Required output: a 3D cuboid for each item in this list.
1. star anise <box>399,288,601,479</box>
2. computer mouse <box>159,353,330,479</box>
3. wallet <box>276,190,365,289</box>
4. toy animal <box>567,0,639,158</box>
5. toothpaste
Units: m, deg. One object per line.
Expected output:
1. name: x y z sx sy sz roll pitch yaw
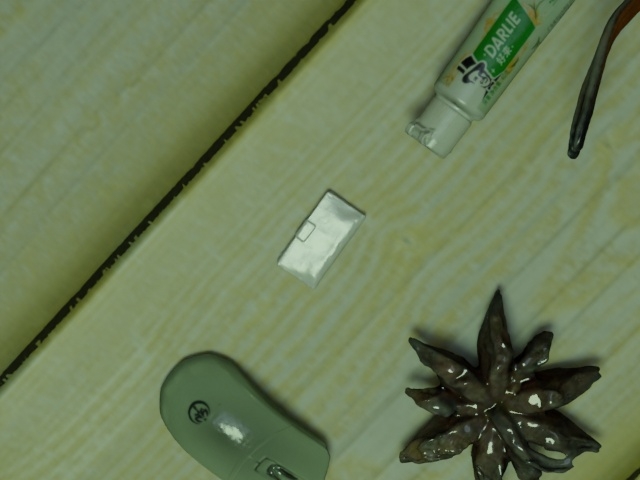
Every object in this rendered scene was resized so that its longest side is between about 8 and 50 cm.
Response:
1. star anise: 0.150 0.147 1.172 0.195 0.065 0.182 -35 97 12
2. computer mouse: -0.067 0.181 1.191 0.182 0.056 0.089 39 104 -6
3. wallet: 0.000 0.000 1.175 0.044 0.011 0.083 35 100 -5
4. toy animal: 0.335 -0.220 1.071 0.284 0.225 0.302 -3 79 5
5. toothpaste: 0.182 -0.206 1.114 0.058 0.056 0.314 29 99 -45
